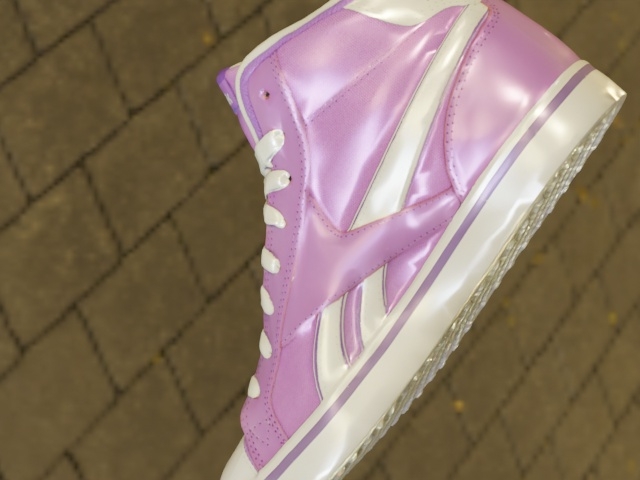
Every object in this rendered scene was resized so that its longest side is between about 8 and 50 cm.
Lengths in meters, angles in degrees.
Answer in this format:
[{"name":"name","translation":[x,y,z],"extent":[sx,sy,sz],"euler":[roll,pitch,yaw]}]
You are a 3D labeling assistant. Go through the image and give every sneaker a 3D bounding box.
[{"name":"sneaker","translation":[0.000,0.000,0.840],"extent":[0.282,0.161,0.102],"euler":[-57,171,15]}]
